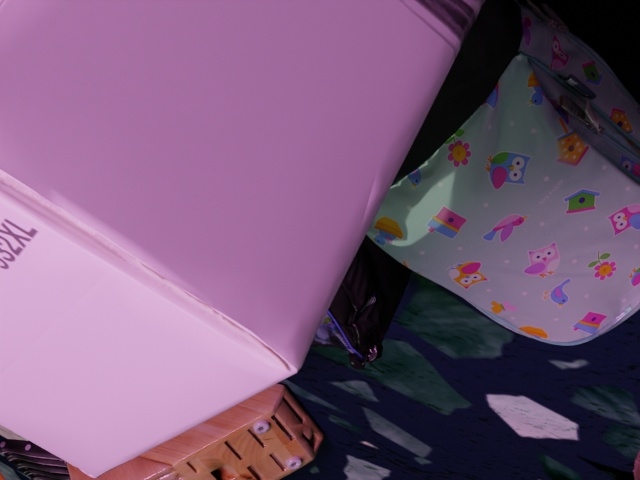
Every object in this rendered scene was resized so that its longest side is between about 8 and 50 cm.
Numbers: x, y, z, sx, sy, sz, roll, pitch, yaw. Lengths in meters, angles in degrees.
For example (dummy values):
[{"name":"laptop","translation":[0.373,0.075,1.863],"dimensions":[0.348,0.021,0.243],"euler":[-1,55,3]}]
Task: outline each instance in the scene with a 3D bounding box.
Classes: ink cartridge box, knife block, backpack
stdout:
[{"name":"ink cartridge box","translation":[-0.033,-0.086,0.558],"dimensions":[0.129,0.307,0.223],"euler":[34,154,-11]},{"name":"knife block","translation":[-0.161,0.147,1.381],"dimensions":[0.275,0.242,0.088],"euler":[-29,136,6]},{"name":"backpack","translation":[0.000,0.000,0.913],"dimensions":[0.084,0.105,0.114],"euler":[9,147,35]},{"name":"backpack","translation":[0.087,-0.034,0.728],"dimensions":[0.182,0.115,0.152],"euler":[32,125,-29]}]

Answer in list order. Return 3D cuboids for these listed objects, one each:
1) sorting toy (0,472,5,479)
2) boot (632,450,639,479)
[{"name":"sorting toy","translation":[-0.341,0.118,1.378],"dimensions":[0.348,0.047,0.196],"euler":[57,148,14]},{"name":"boot","translation":[0.339,0.189,0.970],"dimensions":[0.248,0.090,0.207],"euler":[17,-169,-42]}]
